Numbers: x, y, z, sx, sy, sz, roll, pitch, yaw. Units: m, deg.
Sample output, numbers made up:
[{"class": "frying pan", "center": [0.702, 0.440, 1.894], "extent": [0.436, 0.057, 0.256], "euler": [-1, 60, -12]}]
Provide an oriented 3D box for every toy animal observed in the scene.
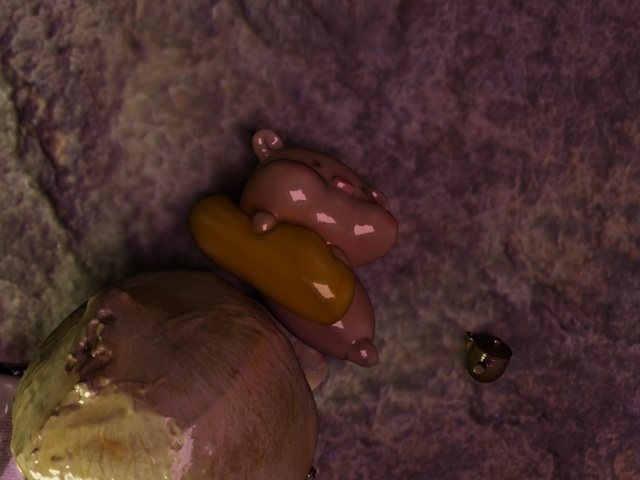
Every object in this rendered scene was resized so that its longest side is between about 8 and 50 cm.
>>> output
[{"class": "toy animal", "center": [0.012, 0.005, 1.293], "extent": [0.345, 0.278, 0.246], "euler": [44, 76, -23]}]

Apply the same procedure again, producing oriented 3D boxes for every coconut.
[{"class": "coconut", "center": [-0.214, 0.213, 1.210], "extent": [0.405, 0.404, 0.404], "euler": [-6, 109, -17]}]

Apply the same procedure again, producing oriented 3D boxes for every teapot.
[{"class": "teapot", "center": [0.263, 0.198, 1.529], "extent": [0.085, 0.110, 0.080], "euler": [27, 118, 18]}]

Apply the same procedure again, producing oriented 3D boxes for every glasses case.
[{"class": "glasses case", "center": [-0.070, 0.161, 1.421], "extent": [0.204, 0.051, 0.081], "euler": [40, 93, -26]}]

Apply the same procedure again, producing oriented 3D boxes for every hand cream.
[{"class": "hand cream", "center": [-0.456, 0.339, 1.347], "extent": [0.121, 0.076, 0.335], "euler": [13, 97, -28]}]
